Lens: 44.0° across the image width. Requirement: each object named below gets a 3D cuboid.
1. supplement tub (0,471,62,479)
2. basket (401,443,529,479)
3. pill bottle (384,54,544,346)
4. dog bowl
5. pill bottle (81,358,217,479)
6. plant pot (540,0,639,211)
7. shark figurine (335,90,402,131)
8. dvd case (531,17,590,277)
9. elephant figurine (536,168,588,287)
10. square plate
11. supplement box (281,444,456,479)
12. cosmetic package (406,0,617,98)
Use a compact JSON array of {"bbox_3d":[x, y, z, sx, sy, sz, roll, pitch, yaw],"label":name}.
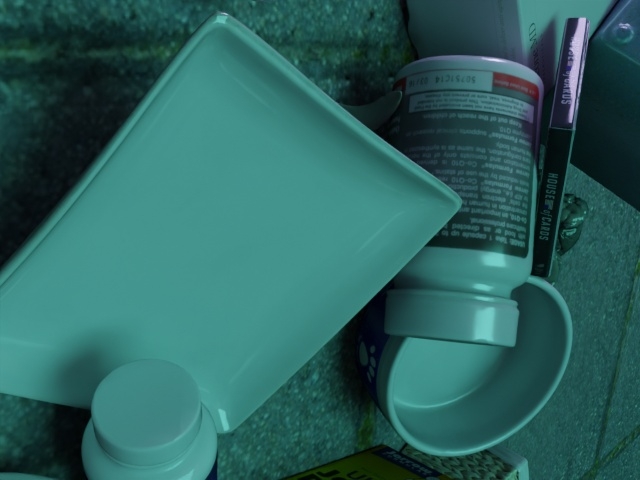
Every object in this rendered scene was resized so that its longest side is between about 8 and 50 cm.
[{"bbox_3d":[-0.250,0.332,0.583,0.191,0.191,0.272,-6,109,-49],"label":"supplement tub"},{"bbox_3d":[0.209,0.351,1.169,0.103,0.167,0.113,-33,128,-33],"label":"basket"},{"bbox_3d":[0.145,-0.036,0.838,0.161,0.161,0.283,15,78,-52],"label":"pill bottle"},{"bbox_3d":[0.181,0.139,1.014,0.265,0.104,0.264,-10,117,-20],"label":"dog bowl"},{"bbox_3d":[-0.144,0.189,0.677,0.112,0.112,0.186,-38,151,-35],"label":"pill bottle"},{"bbox_3d":[0.453,-0.222,1.068,0.247,0.248,0.252,-49,162,-7],"label":"plant pot"},{"bbox_3d":[0.019,-0.012,0.838,0.278,0.116,0.166,-59,142,-12],"label":"shark figurine"},{"bbox_3d":[0.267,-0.099,0.893,0.238,0.030,0.179,79,25,-50],"label":"dvd case"},{"bbox_3d":[0.259,0.020,1.132,0.239,0.186,0.169,-54,-177,-6],"label":"elephant figurine"},{"bbox_3d":[-0.087,0.019,0.669,0.347,0.049,0.344,-46,141,14],"label":"square plate"},{"bbox_3d":[0.032,0.404,0.952,0.357,0.194,0.195,0,105,-51],"label":"supplement box"},{"bbox_3d":[0.265,-0.345,0.962,0.365,0.155,0.197,-52,142,-24],"label":"cosmetic package"}]
